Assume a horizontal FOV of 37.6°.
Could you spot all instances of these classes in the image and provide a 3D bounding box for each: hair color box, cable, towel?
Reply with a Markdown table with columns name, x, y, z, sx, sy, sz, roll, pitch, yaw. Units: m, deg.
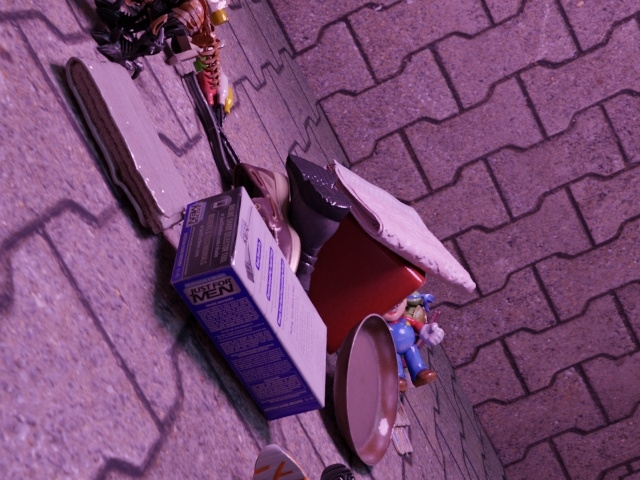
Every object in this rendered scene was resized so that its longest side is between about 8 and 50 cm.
| name | x | y | z | sx | sy | sz | roll | pitch | yaw |
| --- | --- | --- | --- | --- | --- | --- | --- | --- | --- |
| hair color box | -0.101 | 0.105 | 1.478 | 0.185 | 0.110 | 0.339 | -88 | 157 | -50 |
| cable | -0.212 | -0.258 | 1.967 | 0.139 | 0.072 | 0.287 | 38 | 29 | -56 |
| towel | -0.286 | -0.145 | 1.435 | 0.282 | 0.049 | 0.187 | 64 | 9 | -3 |
| towel | 0.176 | -0.033 | 2.119 | 0.332 | 0.053 | 0.317 | 29 | 17 | -38 |

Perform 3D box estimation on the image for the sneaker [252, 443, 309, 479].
| name | x | y | z | sx | sy | sz | roll | pitch | yaw |
| --- | --- | --- | --- | --- | --- | --- | --- | --- | --- |
| sneaker | -0.041 | 0.377 | 1.353 | 0.083 | 0.084 | 0.215 | -95 | 167 | -66 |

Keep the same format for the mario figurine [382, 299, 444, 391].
| name | x | y | z | sx | sy | sz | roll | pitch | yaw |
| --- | --- | --- | --- | --- | --- | --- | --- | --- | --- |
| mario figurine | 0.189 | 0.224 | 2.414 | 0.198 | 0.170 | 0.320 | -5 | 71 | -49 |

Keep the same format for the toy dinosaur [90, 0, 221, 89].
| name | x | y | z | sx | sy | sz | roll | pitch | yaw |
| --- | --- | --- | --- | --- | --- | --- | --- | --- | --- |
| toy dinosaur | -0.268 | -0.388 | 1.606 | 0.322 | 0.218 | 0.164 | 61 | 11 | -17 |

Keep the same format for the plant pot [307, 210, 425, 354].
| name | x | y | z | sx | sy | sz | roll | pitch | yaw |
| --- | --- | --- | --- | --- | --- | --- | --- | --- | --- |
| plant pot | 0.063 | 0.057 | 2.132 | 0.236 | 0.267 | 0.267 | 51 | 12 | -4 |

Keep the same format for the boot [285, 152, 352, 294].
| name | x | y | z | sx | sy | sz | roll | pitch | yaw |
| --- | --- | --- | --- | --- | --- | --- | --- | --- | --- |
| boot | -0.051 | -0.040 | 1.945 | 0.118 | 0.222 | 0.338 | 22 | 16 | -14 |

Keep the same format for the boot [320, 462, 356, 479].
| name | x | y | z | sx | sy | sz | roll | pitch | yaw |
| --- | --- | --- | --- | --- | --- | --- | --- | --- | --- |
| boot | 0.044 | 0.452 | 1.440 | 0.208 | 0.076 | 0.189 | 97 | -21 | -53 |

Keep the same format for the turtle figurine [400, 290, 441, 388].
| name | x | y | z | sx | sy | sz | roll | pitch | yaw |
| --- | --- | --- | --- | --- | --- | --- | --- | --- | --- |
| turtle figurine | 0.198 | 0.272 | 2.644 | 0.198 | 0.275 | 0.266 | -154 | -124 | -72 |

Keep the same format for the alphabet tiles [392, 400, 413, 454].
| name | x | y | z | sx | sy | sz | roll | pitch | yaw |
| --- | --- | --- | --- | --- | --- | --- | --- | --- | --- |
| alphabet tiles | 0.172 | 0.414 | 2.415 | 0.278 | 0.021 | 0.284 | 68 | 12 | 16 |

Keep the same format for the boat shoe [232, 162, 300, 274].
| name | x | y | z | sx | sy | sz | roll | pitch | yaw |
| --- | --- | --- | --- | --- | --- | --- | --- | --- | --- |
| boat shoe | -0.125 | -0.027 | 1.813 | 0.123 | 0.123 | 0.342 | 28 | 37 | -30 |

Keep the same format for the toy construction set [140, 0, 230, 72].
| name | x | y | z | sx | sy | sz | roll | pitch | yaw |
| --- | --- | --- | --- | --- | --- | --- | --- | --- | --- |
| toy construction set | -0.267 | -0.451 | 1.851 | 0.309 | 0.257 | 0.237 | -32 | 110 | -59 |

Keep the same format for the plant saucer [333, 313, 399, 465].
| name | x | y | z | sx | sy | sz | roll | pitch | yaw |
| --- | --- | --- | --- | --- | --- | --- | --- | --- | --- |
| plant saucer | 0.093 | 0.308 | 1.954 | 0.310 | 0.050 | 0.310 | -2 | 90 | -65 |
